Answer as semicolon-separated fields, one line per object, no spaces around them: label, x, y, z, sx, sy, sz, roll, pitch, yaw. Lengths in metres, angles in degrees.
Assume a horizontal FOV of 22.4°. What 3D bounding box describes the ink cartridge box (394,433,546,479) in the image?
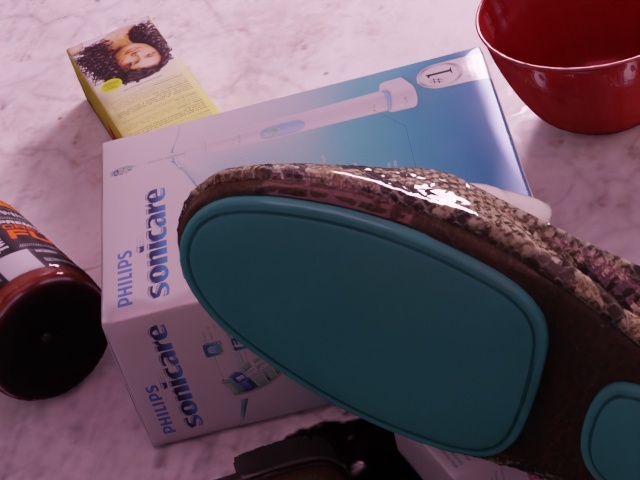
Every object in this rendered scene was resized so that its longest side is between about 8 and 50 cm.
ink cartridge box;0.117;0.113;1.022;0.122;0.052;0.088;-26;39;-15

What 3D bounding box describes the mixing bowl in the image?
mixing bowl;0.219;-0.147;1.271;0.181;0.098;0.181;-10;37;8

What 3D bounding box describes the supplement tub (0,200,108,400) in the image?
supplement tub;-0.245;0.032;1.212;0.106;0.106;0.198;-33;41;-20

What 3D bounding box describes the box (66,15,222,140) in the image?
box;-0.144;-0.112;1.394;0.087;0.058;0.232;-25;39;-11

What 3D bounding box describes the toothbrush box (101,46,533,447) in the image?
toothbrush box;0.000;0.000;1.145;0.295;0.126;0.216;-14;38;2

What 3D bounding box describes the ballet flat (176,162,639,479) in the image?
ballet flat;0.157;0.063;0.935;0.483;0.164;0.182;24;38;15

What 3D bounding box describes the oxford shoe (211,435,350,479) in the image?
oxford shoe;-0.077;0.199;0.964;0.227;0.083;0.096;-24;43;-9
